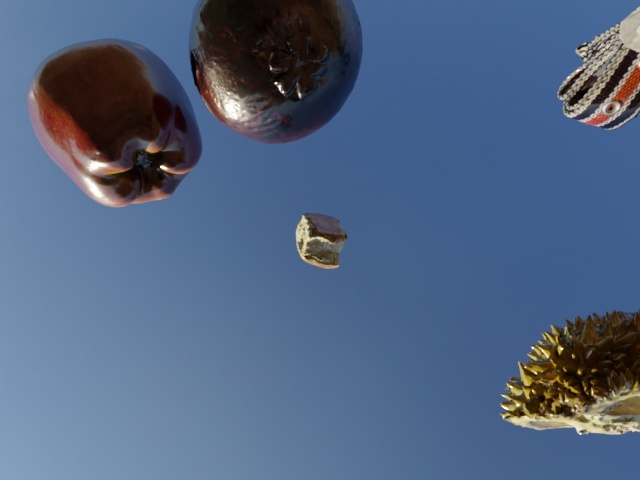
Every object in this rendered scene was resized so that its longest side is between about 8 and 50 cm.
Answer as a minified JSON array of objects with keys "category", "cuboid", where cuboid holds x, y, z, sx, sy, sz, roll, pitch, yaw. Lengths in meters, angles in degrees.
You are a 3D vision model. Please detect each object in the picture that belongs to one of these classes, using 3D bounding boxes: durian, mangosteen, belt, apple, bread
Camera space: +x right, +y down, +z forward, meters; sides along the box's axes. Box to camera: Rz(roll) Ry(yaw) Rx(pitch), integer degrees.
[{"category":"durian","cuboid":[0.312,0.141,0.474,0.250,0.183,0.137,-2,-102,-1]},{"category":"mangosteen","cuboid":[-0.081,-0.322,0.761,0.297,0.297,0.293,-34,-123,-2]},{"category":"belt","cuboid":[0.453,-0.284,0.567,0.094,0.359,0.126,14,-117,-6]},{"category":"apple","cuboid":[-0.377,-0.224,0.851,0.288,0.288,0.316,-37,-117,-3]},{"category":"bread","cuboid":[-0.002,0.002,0.772,0.070,0.083,0.076,7,-60,-18]}]
